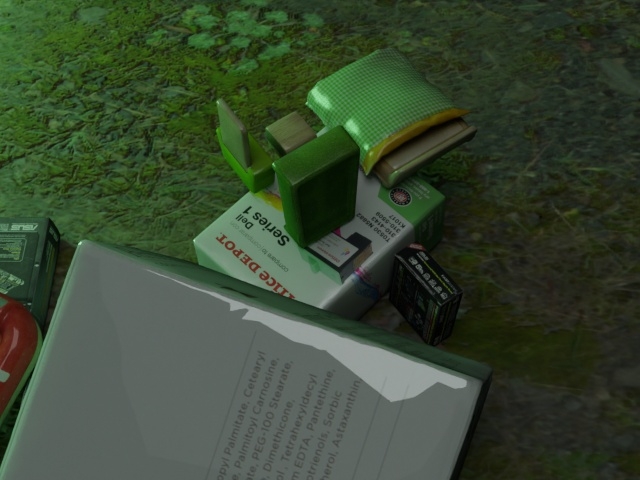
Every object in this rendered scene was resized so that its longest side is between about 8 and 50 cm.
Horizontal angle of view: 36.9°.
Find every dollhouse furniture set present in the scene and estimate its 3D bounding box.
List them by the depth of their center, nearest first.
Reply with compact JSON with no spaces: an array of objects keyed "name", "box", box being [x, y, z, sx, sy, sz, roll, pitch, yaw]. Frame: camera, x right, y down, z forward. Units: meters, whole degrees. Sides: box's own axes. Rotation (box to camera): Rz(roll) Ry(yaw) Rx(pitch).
[{"name":"dollhouse furniture set","box":[0.038,-0.164,1.215,0.301,0.151,0.198,-31,63,-16]}]

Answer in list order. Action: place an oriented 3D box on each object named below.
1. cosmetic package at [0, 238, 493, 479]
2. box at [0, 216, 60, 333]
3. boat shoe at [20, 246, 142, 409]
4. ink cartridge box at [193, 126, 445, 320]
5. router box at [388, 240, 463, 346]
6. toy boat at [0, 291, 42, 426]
[{"name":"cosmetic package","box":[-0.063,0.223,0.980,0.393,0.329,0.328,18,89,13]},{"name":"box","box":[-0.488,0.058,1.311,0.230,0.056,0.183,-1,62,3]},{"name":"boat shoe","box":[-0.290,0.129,1.238,0.114,0.091,0.303,10,62,9]},{"name":"ink cartridge box","box":[0.000,0.000,1.278,0.201,0.117,0.278,40,70,23]},{"name":"router box","box":[0.133,0.070,1.227,0.038,0.122,0.092,-30,63,-18]},{"name":"toy boat","box":[-0.452,0.159,1.145,0.150,0.151,0.231,22,79,24]}]
